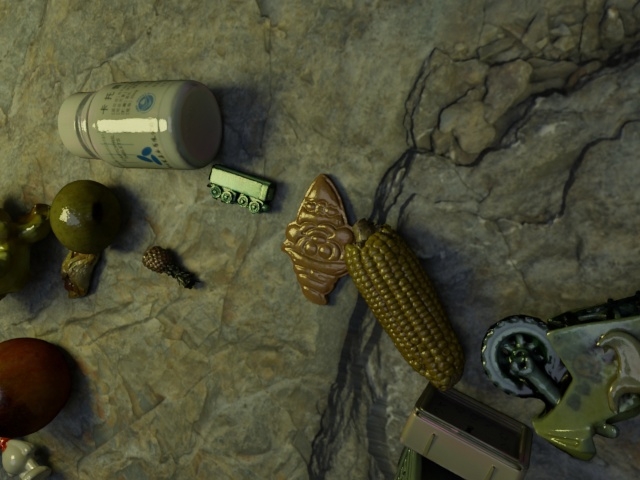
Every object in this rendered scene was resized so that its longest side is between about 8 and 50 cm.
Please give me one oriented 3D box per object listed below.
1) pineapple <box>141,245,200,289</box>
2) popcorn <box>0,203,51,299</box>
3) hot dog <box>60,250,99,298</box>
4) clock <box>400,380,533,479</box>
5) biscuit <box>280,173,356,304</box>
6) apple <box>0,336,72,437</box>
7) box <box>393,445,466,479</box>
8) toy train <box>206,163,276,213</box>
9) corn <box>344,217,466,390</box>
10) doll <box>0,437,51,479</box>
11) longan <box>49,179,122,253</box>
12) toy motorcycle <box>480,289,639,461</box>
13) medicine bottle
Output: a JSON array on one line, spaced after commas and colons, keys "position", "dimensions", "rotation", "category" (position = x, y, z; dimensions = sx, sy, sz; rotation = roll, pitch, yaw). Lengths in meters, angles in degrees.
[{"position": [-0.315, 0.065, 1.201], "dimensions": [0.124, 0.058, 0.058], "rotation": [39, 109, 9], "category": "pineapple"}, {"position": [-0.772, 0.025, 1.244], "dimensions": [0.325, 0.321, 0.290], "rotation": [37, 109, 34], "category": "popcorn"}, {"position": [-0.554, 0.065, 1.294], "dimensions": [0.078, 0.061, 0.169], "rotation": [28, 106, 19], "category": "hot dog"}, {"position": [0.243, 0.323, 0.941], "dimensions": [0.192, 0.147, 0.071], "rotation": [25, 105, 19], "category": "clock"}, {"position": [0.000, 0.000, 1.073], "dimensions": [0.162, 0.035, 0.250], "rotation": [3, 96, 18], "category": "biscuit"}, {"position": [-0.698, 0.337, 1.306], "dimensions": [0.230, 0.230, 0.230], "rotation": [3, 97, 23], "category": "apple"}, {"position": [0.190, 0.435, 0.937], "dimensions": [0.135, 0.243, 0.163], "rotation": [19, 102, 7], "category": "box"}, {"position": [-0.159, -0.101, 1.123], "dimensions": [0.148, 0.038, 0.071], "rotation": [20, 100, 20], "category": "toy train"}, {"position": [0.146, 0.106, 0.978], "dimensions": [0.119, 0.119, 0.322], "rotation": [-35, 87, 22], "category": "corn"}, {"position": [-0.804, 0.519, 1.408], "dimensions": [0.208, 0.144, 0.271], "rotation": [-35, 77, 13], "category": "doll"}, {"position": [-0.504, -0.049, 1.226], "dimensions": [0.176, 0.145, 0.155], "rotation": [-22, 45, 59], "category": "longan"}, {"position": [0.453, 0.182, 0.826], "dimensions": [0.410, 0.169, 0.237], "rotation": [-21, 89, 23], "category": "toy motorcycle"}, {"position": [-0.354, -0.225, 1.120], "dimensions": [0.293, 0.170, 0.170], "rotation": [5, 98, 24], "category": "medicine bottle"}]
